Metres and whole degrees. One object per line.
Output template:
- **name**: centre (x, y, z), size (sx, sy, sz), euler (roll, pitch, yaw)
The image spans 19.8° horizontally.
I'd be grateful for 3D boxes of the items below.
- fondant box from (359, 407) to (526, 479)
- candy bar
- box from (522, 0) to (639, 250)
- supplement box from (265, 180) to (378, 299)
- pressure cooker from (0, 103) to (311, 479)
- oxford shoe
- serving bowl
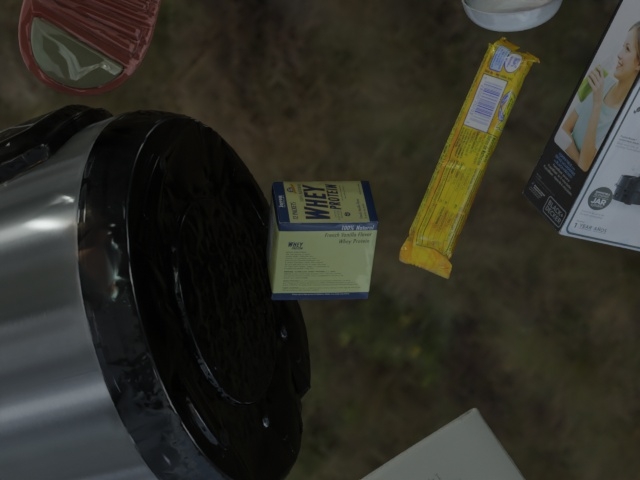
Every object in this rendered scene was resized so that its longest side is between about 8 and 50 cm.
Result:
- **fondant box**: centre (-0.048, 0.245, 1.051), size (0.330, 0.238, 0.096), euler (-39, 81, 34)
- **candy bar**: centre (0.097, -0.055, 1.190), size (0.040, 0.161, 0.018), euler (24, -178, 33)
- **box**: centre (0.351, -0.135, 1.884), size (0.169, 0.290, 0.087), euler (10, -153, -30)
- **supplement box**: centre (0.000, 0.000, 1.515), size (0.083, 0.056, 0.083), euler (-1, 129, -9)
- **pressure cooker**: centre (-0.263, 0.101, 1.636), size (0.420, 0.375, 0.370), euler (-15, 140, 22)
- **oxford shoe**: centre (-0.149, -0.318, 1.484), size (0.140, 0.397, 0.146), euler (22, -156, -17)
- **serving bowl**: centre (0.156, -0.189, 1.484), size (0.083, 0.083, 0.027), euler (18, 130, 39)
